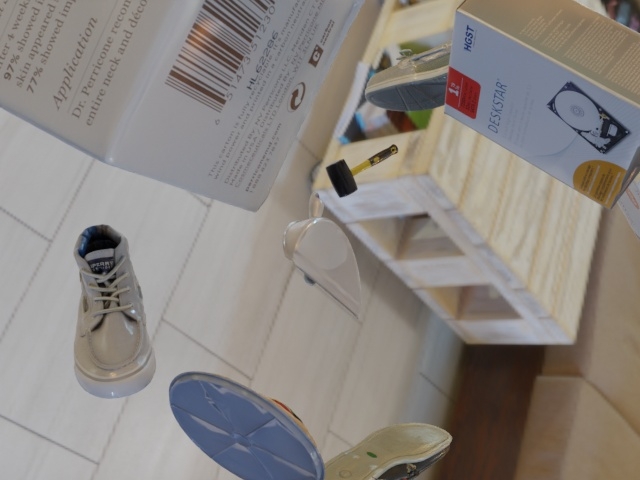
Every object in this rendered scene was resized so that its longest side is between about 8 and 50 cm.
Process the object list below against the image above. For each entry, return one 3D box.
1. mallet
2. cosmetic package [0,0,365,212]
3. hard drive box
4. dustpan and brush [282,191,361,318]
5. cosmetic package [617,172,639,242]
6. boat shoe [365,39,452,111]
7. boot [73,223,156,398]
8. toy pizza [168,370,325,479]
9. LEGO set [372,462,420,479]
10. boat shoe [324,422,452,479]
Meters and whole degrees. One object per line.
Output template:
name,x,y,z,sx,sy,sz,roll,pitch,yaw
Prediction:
mallet,0.075,-0.140,1.517,0.189,0.039,0.062,-42,106,-44
cosmetic package,-0.218,-0.276,0.972,0.329,0.393,0.327,-63,158,5
hard drive box,0.260,-0.166,0.955,0.089,0.232,0.181,-47,157,-20
dustpan and brush,0.000,0.000,1.209,0.147,0.060,0.211,42,39,-32
cosmetic package,0.592,0.004,1.409,0.377,0.097,0.284,56,9,-13
boat shoe,0.236,-0.334,1.664,0.118,0.320,0.103,33,47,-56
boot,-0.254,0.071,1.014,0.095,0.258,0.123,-12,115,-16
toy pizza,-0.080,0.210,0.965,0.032,0.201,0.201,-54,124,-37
LEGO set,0.070,0.271,0.962,0.083,0.023,0.054,-27,143,-16
boat shoe,0.086,0.314,1.183,0.233,0.084,0.079,-17,120,-38
